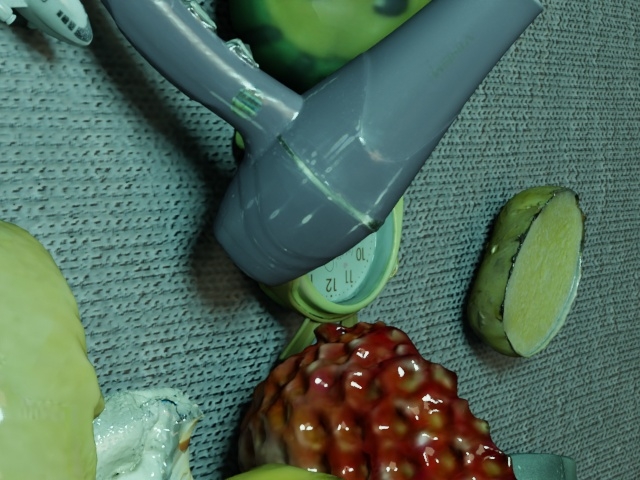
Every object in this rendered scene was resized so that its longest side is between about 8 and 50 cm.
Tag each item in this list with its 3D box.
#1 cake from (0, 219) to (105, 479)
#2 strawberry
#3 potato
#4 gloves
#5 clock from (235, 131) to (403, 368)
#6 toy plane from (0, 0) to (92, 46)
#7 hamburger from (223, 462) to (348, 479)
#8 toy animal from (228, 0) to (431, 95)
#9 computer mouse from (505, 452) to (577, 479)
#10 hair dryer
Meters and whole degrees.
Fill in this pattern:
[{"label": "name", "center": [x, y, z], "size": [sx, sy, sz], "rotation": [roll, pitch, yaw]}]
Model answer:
[{"label": "cake", "center": [-0.312, 0.100, 0.549], "size": [0.321, 0.332, 0.332], "rotation": [18, 76, -42]}, {"label": "strawberry", "center": [0.047, 0.217, 0.958], "size": [0.149, 0.336, 0.265], "rotation": [-19, 120, -22]}, {"label": "potato", "center": [0.216, 0.029, 1.342], "size": [0.200, 0.081, 0.164], "rotation": [-62, 140, -24]}, {"label": "gloves", "center": [-0.161, 0.169, 0.908], "size": [0.153, 0.070, 0.114], "rotation": [-10, 106, -42]}, {"label": "clock", "center": [0.000, 0.000, 1.095], "size": [0.170, 0.069, 0.231], "rotation": [-2, 93, -49]}, {"label": "toy plane", "center": [-0.221, -0.195, 0.837], "size": [0.171, 0.066, 0.162], "rotation": [53, 52, -36]}, {"label": "hamburger", "center": [-0.039, 0.360, 0.811], "size": [0.277, 0.396, 0.395], "rotation": [-38, 118, -35]}, {"label": "toy animal", "center": [0.030, -0.283, 1.033], "size": [0.216, 0.191, 0.338], "rotation": [11, 92, -10]}, {"label": "computer mouse", "center": [0.255, 0.299, 1.394], "size": [0.229, 0.068, 0.113], "rotation": [18, 78, -48]}, {"label": "hair dryer", "center": [-0.046, -0.161, 0.894], "size": [0.361, 0.121, 0.301], "rotation": [39, 104, -21]}]
